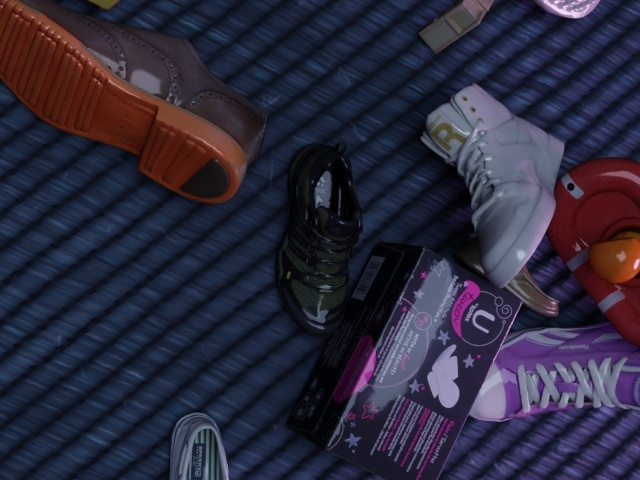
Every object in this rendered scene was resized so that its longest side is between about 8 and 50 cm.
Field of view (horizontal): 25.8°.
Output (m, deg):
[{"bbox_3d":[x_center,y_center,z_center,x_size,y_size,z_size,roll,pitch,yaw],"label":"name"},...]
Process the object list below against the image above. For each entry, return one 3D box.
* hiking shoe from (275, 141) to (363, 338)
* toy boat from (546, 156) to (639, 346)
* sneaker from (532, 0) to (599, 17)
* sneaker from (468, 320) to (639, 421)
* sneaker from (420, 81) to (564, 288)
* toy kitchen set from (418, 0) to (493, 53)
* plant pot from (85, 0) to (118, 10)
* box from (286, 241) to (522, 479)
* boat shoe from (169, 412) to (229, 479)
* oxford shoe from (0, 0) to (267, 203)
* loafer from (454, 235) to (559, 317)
[{"bbox_3d":[0.000,0.000,1.591,0.086,0.114,0.227,-1,90,-14],"label":"hiking shoe"},{"bbox_3d":[0.346,0.013,1.580,0.151,0.151,0.231,-43,73,23],"label":"toy boat"},{"bbox_3d":[0.217,-0.388,1.655,0.321,0.127,0.126,38,86,-37],"label":"sneaker"},{"bbox_3d":[0.308,0.160,1.646,0.282,0.161,0.102,-15,106,-13],"label":"sneaker"},{"bbox_3d":[0.178,-0.073,1.585,0.169,0.292,0.108,35,122,-8],"label":"sneaker"},{"bbox_3d":[0.155,-0.286,1.676,0.068,0.075,0.083,47,39,-13],"label":"toy kitchen set"},{"bbox_3d":[-0.241,-0.301,1.547,0.081,0.081,0.083,24,91,-14],"label":"plant pot"},{"bbox_3d":[0.093,0.143,1.592,0.142,0.163,0.247,29,84,-16],"label":"box"},{"bbox_3d":[-0.138,0.310,1.575,0.083,0.076,0.226,-8,92,-14],"label":"boat shoe"},{"bbox_3d":[-0.226,-0.185,1.549,0.363,0.130,0.133,35,50,-7],"label":"oxford shoe"},{"bbox_3d":[0.233,0.042,1.684,0.148,0.056,0.050,33,88,-13],"label":"loafer"}]
